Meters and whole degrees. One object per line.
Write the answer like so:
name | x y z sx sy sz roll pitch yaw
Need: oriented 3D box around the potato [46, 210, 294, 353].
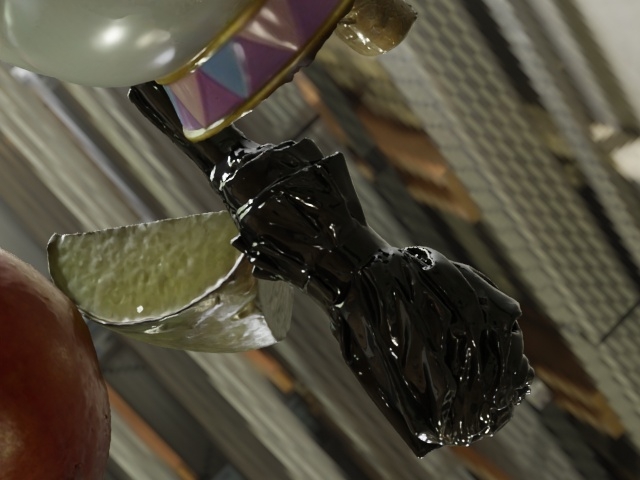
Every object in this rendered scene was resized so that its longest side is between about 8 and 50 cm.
potato | -0.108 0.065 1.688 0.269 0.112 0.255 -4 161 34

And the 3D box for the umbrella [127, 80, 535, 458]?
umbrella | 0.000 0.000 1.070 0.340 0.118 0.118 43 169 15

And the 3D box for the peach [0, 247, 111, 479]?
peach | -0.291 0.137 1.344 0.281 0.281 0.238 45 129 2

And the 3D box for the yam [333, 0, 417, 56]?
yam | -0.049 -0.265 1.470 0.357 0.081 0.081 30 -179 -39

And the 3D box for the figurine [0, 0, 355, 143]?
figurine | -0.102 -0.159 0.550 0.263 0.189 0.142 44 -169 -18
